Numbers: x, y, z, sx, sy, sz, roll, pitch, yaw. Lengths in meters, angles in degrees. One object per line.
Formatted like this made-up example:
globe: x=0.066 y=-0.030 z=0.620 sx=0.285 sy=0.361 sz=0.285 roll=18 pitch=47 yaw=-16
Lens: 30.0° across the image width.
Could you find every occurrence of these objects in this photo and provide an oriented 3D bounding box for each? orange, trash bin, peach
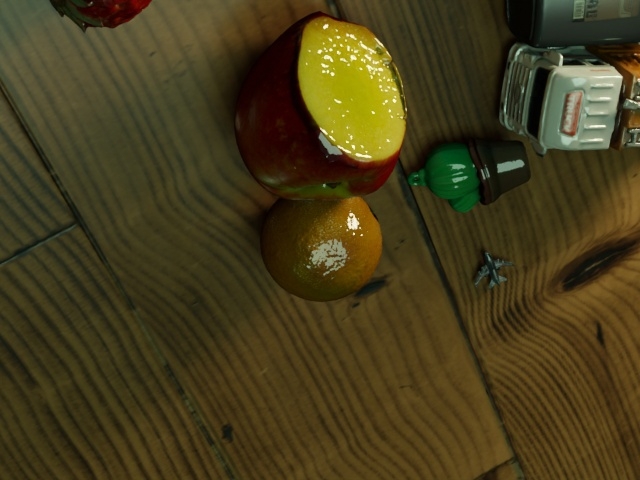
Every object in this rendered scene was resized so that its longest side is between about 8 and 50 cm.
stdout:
orange: x=0.000 y=0.000 z=1.889 sx=0.206 sy=0.206 sz=0.206 roll=-8 pitch=117 yaw=-16
trash bin: x=0.446 y=-0.406 z=1.869 sx=0.290 sy=0.182 sz=0.209 roll=-8 pitch=116 yaw=-10
peach: x=-0.009 y=-0.198 z=1.772 sx=0.245 sy=0.274 sz=0.248 roll=-6 pitch=162 yaw=24

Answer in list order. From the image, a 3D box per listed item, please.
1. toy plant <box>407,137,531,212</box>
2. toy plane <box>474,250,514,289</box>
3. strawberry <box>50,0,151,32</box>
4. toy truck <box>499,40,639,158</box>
toy plant: x=0.246 y=-0.108 z=1.988 sx=0.200 sy=0.105 sz=0.143 roll=-12 pitch=139 yaw=7
toy plane: x=0.303 y=0.050 z=2.119 sx=0.078 sy=0.031 sz=0.083 roll=-30 pitch=121 yaw=-4
strawberry: x=-0.276 y=-0.407 z=1.623 sx=0.244 sy=0.205 sz=0.205 roll=-41 pitch=124 yaw=-23
toy truck: x=0.503 y=-0.234 z=1.952 sx=0.387 sy=0.207 sz=0.173 roll=-4 pitch=116 yaw=-18
